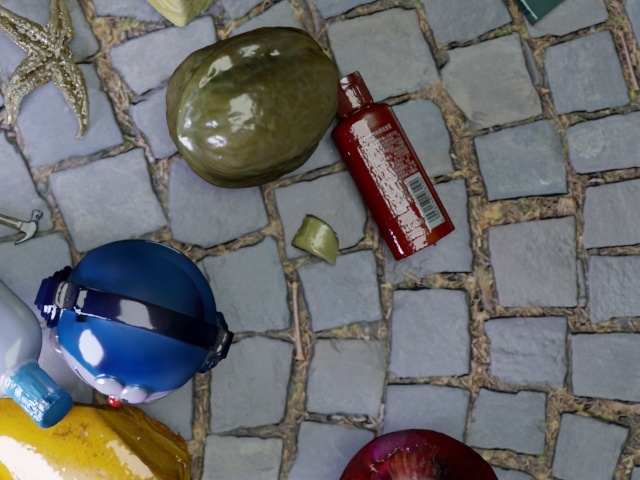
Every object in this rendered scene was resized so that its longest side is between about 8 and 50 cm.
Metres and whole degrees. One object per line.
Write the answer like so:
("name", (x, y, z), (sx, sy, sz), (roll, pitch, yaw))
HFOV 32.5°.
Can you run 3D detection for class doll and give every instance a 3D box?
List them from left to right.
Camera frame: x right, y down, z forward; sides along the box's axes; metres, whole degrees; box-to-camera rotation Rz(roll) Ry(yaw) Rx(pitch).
("doll", (-0.274, 0.121, 1.608), (0.284, 0.310, 0.240), (18, 82, -10))

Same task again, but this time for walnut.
("walnut", (-0.102, -0.205, 1.706), (0.283, 0.227, 0.283), (-22, 131, -28))

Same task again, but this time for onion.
("onion", (0.156, 0.427, 1.713), (0.276, 0.276, 0.276), (1, 87, -11))

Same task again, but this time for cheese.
("cheese", (0.001, 0.000, 1.804), (0.084, 0.041, 0.060), (31, 79, -7))

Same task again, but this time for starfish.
("starfish", (-0.446, -0.276, 1.730), (0.138, 0.050, 0.247), (-12, 86, -10))

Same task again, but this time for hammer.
("hammer", (-0.532, -0.041, 1.715), (0.182, 0.017, 0.062), (17, 83, -8))

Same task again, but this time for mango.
("mango", (-0.357, 0.325, 1.645), (0.350, 0.201, 0.199), (18, 54, -2))

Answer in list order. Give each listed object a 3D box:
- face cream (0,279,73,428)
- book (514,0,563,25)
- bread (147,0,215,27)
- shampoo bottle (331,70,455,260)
("face cream", (-0.494, 0.147, 1.609), (0.337, 0.080, 0.163), (39, 89, 21))
("book", (0.357, -0.600, 1.916), (0.264, 0.031, 0.379), (-38, 94, -10))
("bread", (-0.216, -0.515, 1.725), (0.263, 0.198, 0.236), (-44, 88, -12))
("shampoo bottle", (0.104, -0.125, 1.815), (0.118, 0.076, 0.314), (-29, 92, -11))
